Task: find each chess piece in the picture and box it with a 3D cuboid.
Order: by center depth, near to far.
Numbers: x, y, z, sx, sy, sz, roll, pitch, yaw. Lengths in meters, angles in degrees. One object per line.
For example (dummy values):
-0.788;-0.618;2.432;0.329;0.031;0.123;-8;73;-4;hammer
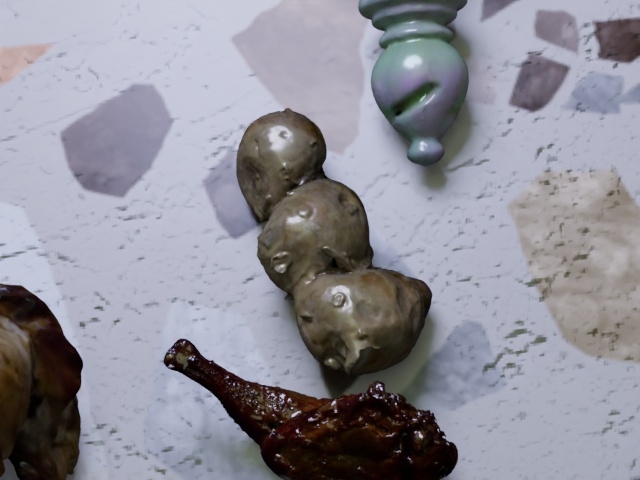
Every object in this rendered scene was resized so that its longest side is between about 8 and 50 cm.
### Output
0.065;-0.189;1.149;0.139;0.139;0.271;-5;83;3;chess piece

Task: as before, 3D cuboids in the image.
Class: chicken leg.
-0.007;0.122;1.077;0.205;0.093;0.053;8;37;2;chicken leg

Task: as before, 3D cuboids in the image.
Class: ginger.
0.000;0.000;1.111;0.104;0.080;0.204;-20;70;-35;ginger

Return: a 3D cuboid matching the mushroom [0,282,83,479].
-0.265;0.214;0.952;0.356;0.334;0.331;-36;95;-7;mushroom
